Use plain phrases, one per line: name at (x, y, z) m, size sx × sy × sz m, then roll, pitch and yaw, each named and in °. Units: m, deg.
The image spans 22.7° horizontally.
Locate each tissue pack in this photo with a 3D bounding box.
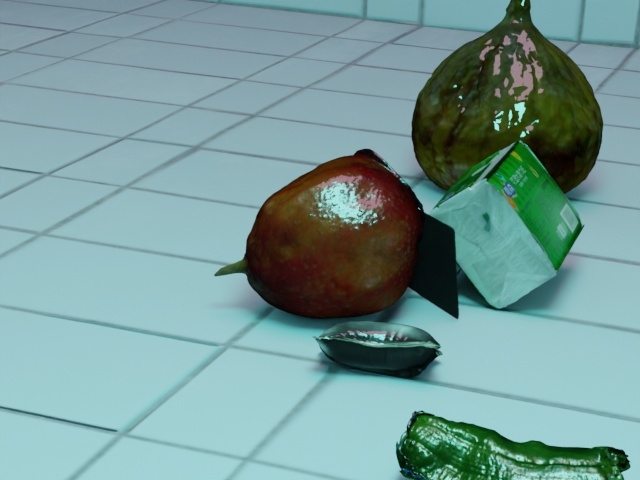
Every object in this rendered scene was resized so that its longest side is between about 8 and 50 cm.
tissue pack at (0.211, -0.010, 1.966) m, size 0.156 × 0.148 × 0.209 m, roll -34°, pitch 4°, yaw 25°

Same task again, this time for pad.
pad at (0.114, 0.012, 1.908) m, size 0.004 × 0.116 × 0.193 m, roll -15°, pitch 24°, yaw -23°

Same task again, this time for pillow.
pillow at (0.062, 0.112, 1.692) m, size 0.136 × 0.055 × 0.091 m, roll 6°, pitch 16°, yaw 6°

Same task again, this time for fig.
fig at (0.270, -0.244, 2.338) m, size 0.286 × 0.368 × 0.286 m, roll -3°, pitch 10°, yaw 1°

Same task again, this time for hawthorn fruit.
hawthorn fruit at (0.000, 0.000, 1.826) m, size 0.251 × 0.189 × 0.189 m, roll -12°, pitch 21°, yaw -14°

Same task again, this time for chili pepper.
chili pepper at (0.177, 0.206, 1.413) m, size 0.224 × 0.061 × 0.098 m, roll 12°, pitch 34°, yaw 16°
